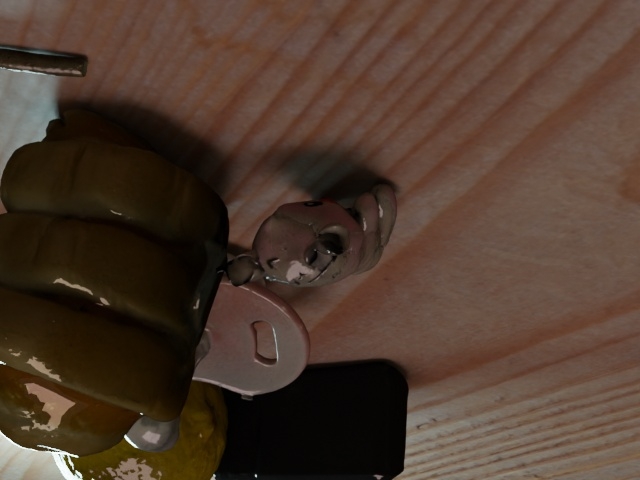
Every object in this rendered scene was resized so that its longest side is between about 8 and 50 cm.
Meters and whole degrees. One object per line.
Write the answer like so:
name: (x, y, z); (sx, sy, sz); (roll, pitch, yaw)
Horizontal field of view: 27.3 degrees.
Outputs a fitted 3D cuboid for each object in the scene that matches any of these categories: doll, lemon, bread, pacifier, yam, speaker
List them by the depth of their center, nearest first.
yam: (-0.280, -0.170, 1.254); (0.116, 0.021, 0.021); (6, 157, 3)
bread: (-0.220, 0.064, 1.380); (0.210, 0.341, 0.300); (7, 154, 23)
doll: (0.000, 0.000, 1.388); (0.149, 0.095, 0.192); (-11, -176, 36)
pacifier: (-0.181, 0.135, 1.701); (0.332, 0.273, 0.220); (5, 173, 10)
lemon: (-0.288, 0.297, 2.051); (0.322, 0.268, 0.268); (-25, 141, 35)
speaker: (-0.006, 0.307, 2.102); (0.388, 0.180, 0.184); (-9, 160, 37)
